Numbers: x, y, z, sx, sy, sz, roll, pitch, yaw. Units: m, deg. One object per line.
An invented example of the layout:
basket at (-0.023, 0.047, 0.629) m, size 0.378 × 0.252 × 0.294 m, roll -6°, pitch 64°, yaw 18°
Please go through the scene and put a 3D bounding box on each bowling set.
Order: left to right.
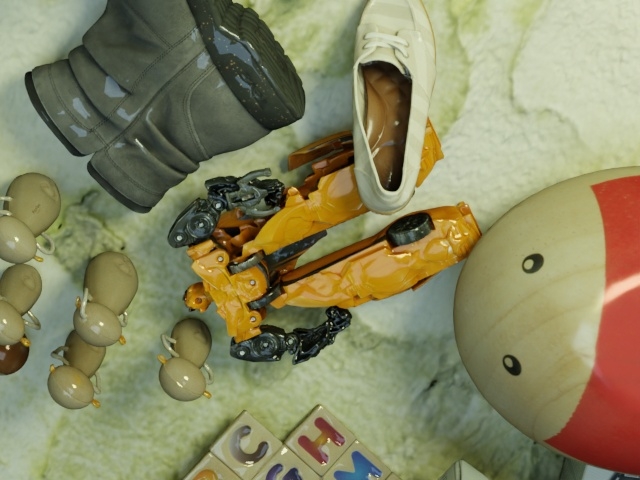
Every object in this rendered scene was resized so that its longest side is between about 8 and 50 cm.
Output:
bowling set at (-0.256, 0.097, 1.388) m, size 0.287 × 0.154 × 0.200 m, roll 42°, pitch 107°, yaw -15°

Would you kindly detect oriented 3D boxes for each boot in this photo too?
boot at (-0.187, -0.194, 1.292) m, size 0.223 × 0.118 × 0.338 m, roll -27°, pitch 105°, yaw 18°

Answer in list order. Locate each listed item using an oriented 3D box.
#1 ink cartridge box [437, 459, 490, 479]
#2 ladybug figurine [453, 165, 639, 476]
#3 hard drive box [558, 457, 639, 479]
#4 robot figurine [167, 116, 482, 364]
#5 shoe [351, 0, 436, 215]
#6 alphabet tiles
ink cartridge box at (0.146, 0.394, 1.474) m, size 0.239 × 0.060 × 0.275 m, roll 37°, pitch 109°, yaw -11°
ladybug figurine at (0.353, 0.086, 1.340) m, size 0.449 × 0.162 × 0.305 m, roll 5°, pitch 96°, yaw -12°
hard drive box at (0.341, 0.301, 1.508) m, size 0.181 × 0.089 × 0.232 m, roll 9°, pitch 113°, yaw -3°
robot figurine at (0.000, 0.000, 1.384) m, size 0.291 × 0.085 × 0.211 m, roll -23°, pitch 111°, yaw 9°
shoe at (0.066, -0.134, 1.290) m, size 0.077 × 0.058 × 0.219 m, roll 1°, pitch 81°, yaw 5°
alphabet tiles at (-0.018, 0.352, 1.517) m, size 0.342 × 0.011 × 0.285 m, roll 44°, pitch 85°, yaw -16°
